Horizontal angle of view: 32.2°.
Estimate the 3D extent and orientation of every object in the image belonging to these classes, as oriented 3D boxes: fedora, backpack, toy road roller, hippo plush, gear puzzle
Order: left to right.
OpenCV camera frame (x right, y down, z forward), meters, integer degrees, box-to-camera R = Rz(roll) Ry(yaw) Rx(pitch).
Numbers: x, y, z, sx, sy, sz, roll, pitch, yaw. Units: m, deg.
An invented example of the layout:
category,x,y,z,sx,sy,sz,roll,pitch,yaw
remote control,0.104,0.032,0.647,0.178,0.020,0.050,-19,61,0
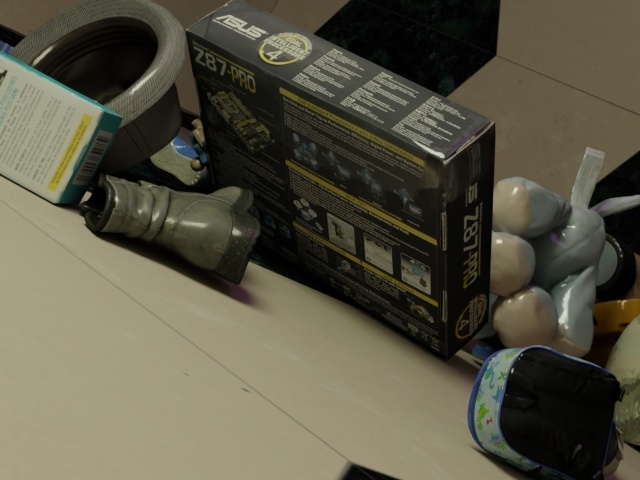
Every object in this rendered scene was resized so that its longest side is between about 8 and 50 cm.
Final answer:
category,x,y,z,sx,sy,sz,roll,pitch,yaw
fedora,-0.263,-0.178,1.369,0.275,0.244,0.124,39,-17,46
gear puzzle,-0.134,-0.118,1.748,0.175,0.044,0.339,57,12,-5
hippo plush,0.232,0.013,1.455,0.234,0.294,0.237,39,-27,-32
backpack,0.179,0.143,0.928,0.114,0.105,0.084,25,-16,-23
toy road roller,0.374,0.142,1.668,0.330,0.240,0.202,-16,-24,36

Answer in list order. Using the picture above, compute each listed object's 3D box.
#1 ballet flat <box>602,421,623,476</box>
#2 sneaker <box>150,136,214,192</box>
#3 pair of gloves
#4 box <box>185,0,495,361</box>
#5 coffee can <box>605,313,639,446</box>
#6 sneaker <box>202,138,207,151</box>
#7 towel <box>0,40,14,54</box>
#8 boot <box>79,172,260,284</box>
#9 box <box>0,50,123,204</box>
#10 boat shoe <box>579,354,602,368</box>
category,x,y,z,sx,sy,sz,roll,pitch,yaw
ballet flat,0.256,0.193,1.058,0.074,0.074,0.203,29,-1,15
sneaker,-0.209,-0.126,1.775,0.152,0.058,0.085,36,14,37
pair of gloves,0.285,0.191,1.424,0.198,0.023,0.159,28,3,-7
box,0.020,-0.072,1.310,0.395,0.097,0.318,31,-33,32
coffee can,0.541,0.219,1.460,0.275,0.201,0.201,25,6,-20
sneaker,-0.065,-0.097,1.603,0.169,0.108,0.292,57,10,6
towel,-0.532,-0.282,1.600,0.336,0.040,0.243,29,13,-20
boot,-0.151,-0.033,1.099,0.161,0.083,0.246,21,5,-12
box,-0.321,-0.132,1.058,0.244,0.100,0.060,29,4,8
boat shoe,0.330,0.164,1.509,0.064,0.060,0.178,30,-9,-16
